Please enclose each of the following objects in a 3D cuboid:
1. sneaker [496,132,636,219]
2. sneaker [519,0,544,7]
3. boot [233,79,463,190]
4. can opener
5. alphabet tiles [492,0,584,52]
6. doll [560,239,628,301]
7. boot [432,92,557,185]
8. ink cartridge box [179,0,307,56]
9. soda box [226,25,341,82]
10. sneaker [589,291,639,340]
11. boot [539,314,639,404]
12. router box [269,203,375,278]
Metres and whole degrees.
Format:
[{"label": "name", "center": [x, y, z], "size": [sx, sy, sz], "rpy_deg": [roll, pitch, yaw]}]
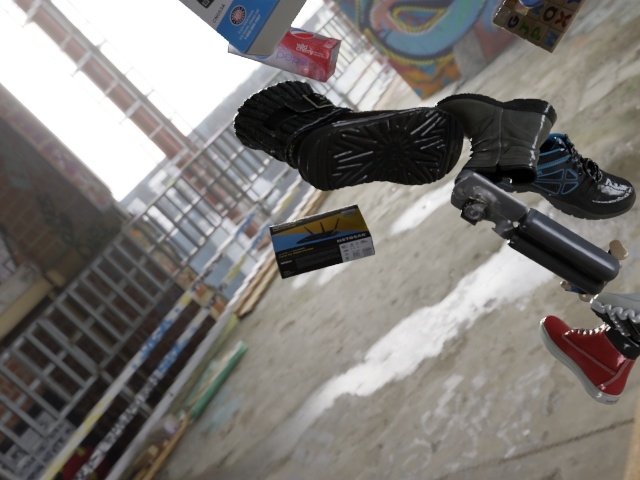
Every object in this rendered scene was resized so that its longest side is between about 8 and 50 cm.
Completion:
[{"label": "sneaker", "center": [0.521, -0.145, 1.659], "size": [0.139, 0.341, 0.125], "rpy_deg": [108, 175, -45]}, {"label": "sneaker", "center": [0.278, -0.387, 1.078], "size": [0.053, 0.059, 0.144], "rpy_deg": [-24, 62, 36]}, {"label": "boot", "center": [0.050, -0.193, 1.360], "size": [0.348, 0.131, 0.260], "rpy_deg": [-6, 25, -31]}, {"label": "can opener", "center": [0.336, -0.026, 1.228], "size": [0.095, 0.283, 0.076], "rpy_deg": [-55, -5, -46]}, {"label": "alphabet tiles", "center": [0.434, -0.482, 1.441], "size": [0.237, 0.009, 0.198], "rpy_deg": [-61, 34, 18]}, {"label": "doll", "center": [0.511, 0.065, 1.458], "size": [0.129, 0.046, 0.189], "rpy_deg": [-21, -27, -4]}, {"label": "boot", "center": [0.272, -0.170, 1.344], "size": [0.246, 0.083, 0.161], "rpy_deg": [7, 55, 38]}, {"label": "ink cartridge box", "center": [-0.168, -0.516, 1.411], "size": [0.223, 0.307, 0.129], "rpy_deg": [-53, -10, 23]}, {"label": "soda box", "center": [-0.089, -0.470, 1.897], "size": [0.083, 0.263, 0.092], "rpy_deg": [-57, -17, -57]}, {"label": "sneaker", "center": [0.616, 0.122, 1.339], "size": [0.292, 0.110, 0.118], "rpy_deg": [10, 70, 36]}, {"label": "boot", "center": [0.551, 0.186, 1.579], "size": [0.244, 0.088, 0.176], "rpy_deg": [-125, 43, -52]}, {"label": "router box", "center": [0.000, 0.000, 1.462], "size": [0.179, 0.046, 0.133], "rpy_deg": [-15, 31, -3]}]
